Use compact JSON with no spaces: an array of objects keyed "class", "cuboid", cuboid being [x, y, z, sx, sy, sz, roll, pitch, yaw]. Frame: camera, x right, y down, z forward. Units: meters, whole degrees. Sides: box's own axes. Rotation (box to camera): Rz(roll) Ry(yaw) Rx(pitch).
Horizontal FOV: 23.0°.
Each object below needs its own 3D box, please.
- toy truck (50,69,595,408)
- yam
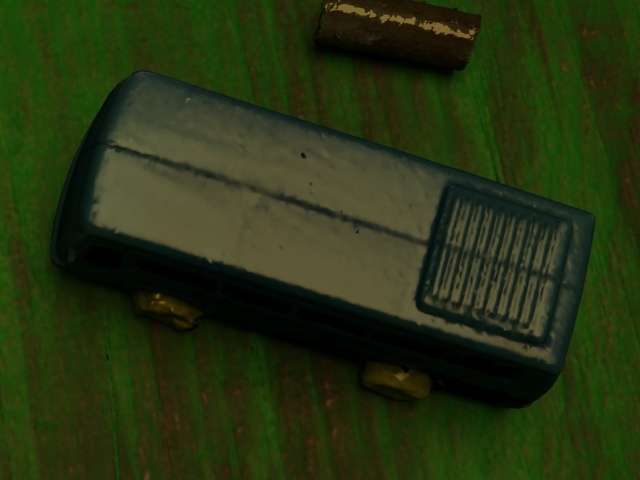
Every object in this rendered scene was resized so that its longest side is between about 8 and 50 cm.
[{"class":"toy truck","cuboid":[0.000,0.000,1.149,0.385,0.162,0.161,18,71,-4]},{"class":"yam","cuboid":[0.061,-0.172,1.273,0.132,0.054,0.054,10,71,-8]}]
